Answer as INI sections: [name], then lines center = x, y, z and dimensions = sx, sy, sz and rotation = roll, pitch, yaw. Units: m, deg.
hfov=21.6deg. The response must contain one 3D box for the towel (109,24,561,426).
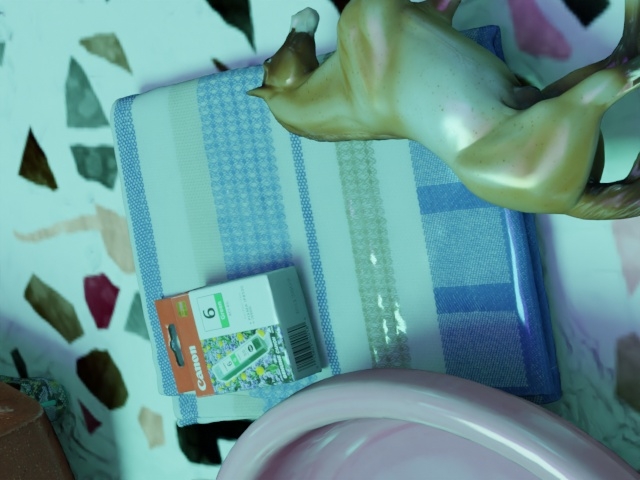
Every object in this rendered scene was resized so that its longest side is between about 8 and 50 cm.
[towel]
center = 0.000, 0.000, 0.948
dimensions = 0.285, 0.034, 0.209
rotation = -7, 96, 39

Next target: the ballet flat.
[ballet flat]
center = -0.225, 0.114, 1.165
dimensions = 0.114, 0.041, 0.041
rotation = -9, 98, 41

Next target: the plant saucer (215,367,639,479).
[plant saucer]
center = 0.088, 0.211, 0.883
dimensions = 0.332, 0.084, 0.332
rotation = 18, 121, 32

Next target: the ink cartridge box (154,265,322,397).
[ink cartridge box]
center = -0.057, 0.056, 0.964
dimensions = 0.115, 0.029, 0.062
rotation = -13, 92, 38

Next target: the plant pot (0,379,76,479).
[plant pot]
center = -0.301, 0.205, 1.092
dimensions = 0.267, 0.267, 0.235
rotation = 24, 121, 32

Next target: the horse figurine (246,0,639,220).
[horse figurine]
center = 0.086, -0.085, 0.806
dimensions = 0.263, 0.066, 0.174
rotation = 33, 107, 25
